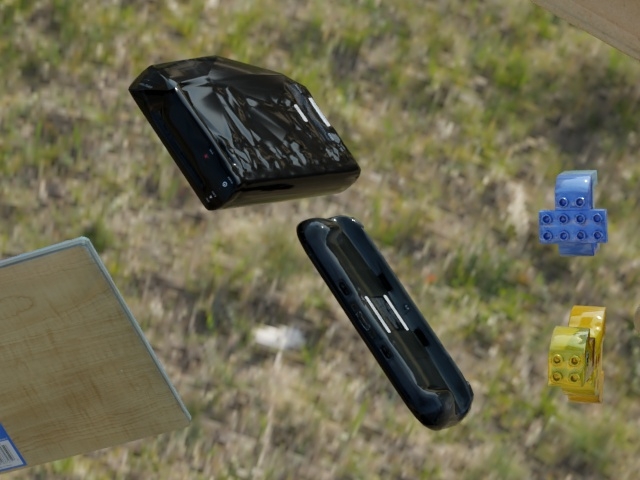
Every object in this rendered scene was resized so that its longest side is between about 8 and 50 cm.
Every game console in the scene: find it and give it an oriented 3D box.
[{"bbox_3d":[0.000,0.000,1.379,0.361,0.044,0.213,56,26,13],"label":"game console"}]

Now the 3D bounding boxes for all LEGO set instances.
[{"bbox_3d":[0.163,0.039,0.941,0.087,0.227,0.093,-1,7,17],"label":"LEGO set"}]

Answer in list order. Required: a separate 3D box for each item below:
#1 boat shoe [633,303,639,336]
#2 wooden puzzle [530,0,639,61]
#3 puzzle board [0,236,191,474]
[{"bbox_3d":[0.351,0.089,1.160,0.285,0.103,0.092,30,71,-2],"label":"boat shoe"},{"bbox_3d":[0.134,-0.232,0.742,0.347,0.322,0.080,33,40,7],"label":"wooden puzzle"},{"bbox_3d":[-0.128,0.051,0.681,0.128,0.096,0.011,-15,33,17],"label":"puzzle board"}]
